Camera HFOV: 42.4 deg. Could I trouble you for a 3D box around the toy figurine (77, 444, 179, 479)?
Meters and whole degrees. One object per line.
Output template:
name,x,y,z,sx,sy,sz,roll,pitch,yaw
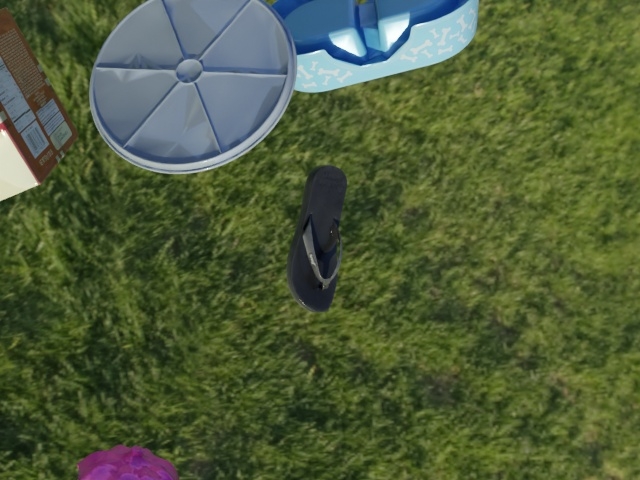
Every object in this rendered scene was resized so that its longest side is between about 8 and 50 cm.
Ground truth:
toy figurine,-0.153,0.241,0.640,0.159,0.173,0.130,69,16,7

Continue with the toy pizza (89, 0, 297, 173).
toy pizza,-0.119,-0.151,0.776,0.032,0.201,0.201,63,27,-68

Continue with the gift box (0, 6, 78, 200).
gift box,-0.523,-0.143,1.164,0.255,0.258,0.277,-86,156,-69

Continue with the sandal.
sandal,-0.001,-0.001,1.401,0.097,0.054,0.255,2,96,-34

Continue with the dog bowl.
dog bowl,0.065,-0.277,1.070,0.166,0.297,0.074,-92,164,-45
